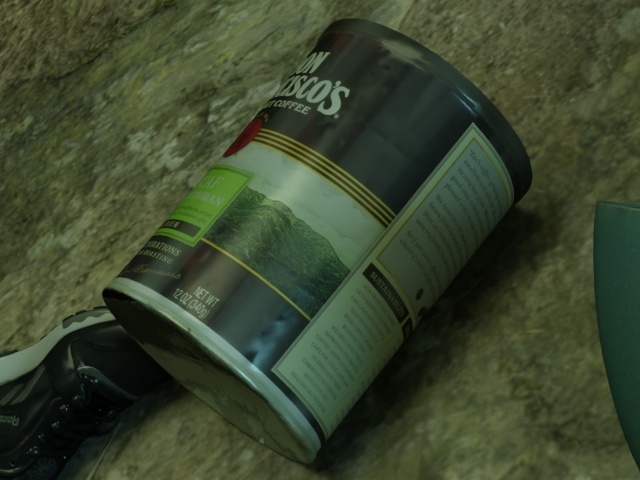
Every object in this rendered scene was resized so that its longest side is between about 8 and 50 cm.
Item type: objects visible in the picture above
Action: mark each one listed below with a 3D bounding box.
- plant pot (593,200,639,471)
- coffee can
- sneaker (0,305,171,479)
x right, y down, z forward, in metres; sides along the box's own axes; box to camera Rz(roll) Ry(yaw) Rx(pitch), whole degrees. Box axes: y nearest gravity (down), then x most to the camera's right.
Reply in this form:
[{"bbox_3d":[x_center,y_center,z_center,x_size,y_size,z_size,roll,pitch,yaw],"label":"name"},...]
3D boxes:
[{"bbox_3d":[0.283,0.092,0.865,0.290,0.290,0.195,9,94,44],"label":"plant pot"},{"bbox_3d":[0.000,0.000,1.208,0.201,0.201,0.275,21,66,48],"label":"coffee can"},{"bbox_3d":[-0.218,0.151,1.331,0.283,0.107,0.124,-23,53,27],"label":"sneaker"}]
